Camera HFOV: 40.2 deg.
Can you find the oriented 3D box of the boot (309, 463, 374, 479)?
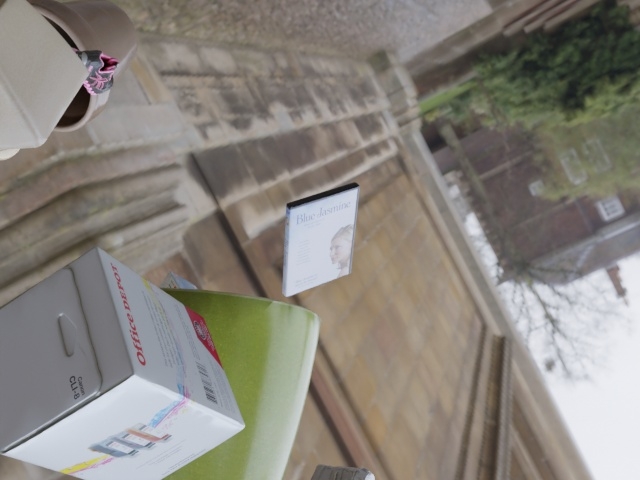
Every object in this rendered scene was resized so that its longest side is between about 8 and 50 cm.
[{"bbox_3d":[0.013,0.546,1.634,0.123,0.095,0.258,2,-126,26],"label":"boot"}]

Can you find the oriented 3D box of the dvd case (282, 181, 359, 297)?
[{"bbox_3d":[0.000,0.000,1.939,0.180,0.253,0.022,-19,-137,-27],"label":"dvd case"}]

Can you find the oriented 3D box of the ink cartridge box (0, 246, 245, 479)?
[{"bbox_3d":[-0.173,0.115,0.736,0.127,0.128,0.176,-31,146,8],"label":"ink cartridge box"}]

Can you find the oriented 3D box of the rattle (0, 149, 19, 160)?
[{"bbox_3d":[-0.594,-0.175,1.449,0.142,0.130,0.200,12,-134,17],"label":"rattle"}]

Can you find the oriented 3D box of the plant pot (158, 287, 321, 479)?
[{"bbox_3d":[-0.142,0.224,0.963,0.274,0.294,0.275,3,166,1],"label":"plant pot"}]

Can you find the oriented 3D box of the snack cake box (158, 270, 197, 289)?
[{"bbox_3d":[-0.358,0.194,2.178,0.152,0.089,0.264,-55,-155,2],"label":"snack cake box"}]

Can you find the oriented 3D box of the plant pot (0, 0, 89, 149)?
[{"bbox_3d":[-0.278,-0.146,0.731,0.109,0.096,0.109,-2,-136,18],"label":"plant pot"}]

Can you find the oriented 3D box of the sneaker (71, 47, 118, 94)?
[{"bbox_3d":[-0.291,-0.226,1.162,0.057,0.047,0.119,-9,176,6],"label":"sneaker"}]

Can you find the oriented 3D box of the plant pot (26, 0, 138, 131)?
[{"bbox_3d":[-0.496,-0.387,1.777,0.263,0.263,0.229,-25,-162,38],"label":"plant pot"}]
